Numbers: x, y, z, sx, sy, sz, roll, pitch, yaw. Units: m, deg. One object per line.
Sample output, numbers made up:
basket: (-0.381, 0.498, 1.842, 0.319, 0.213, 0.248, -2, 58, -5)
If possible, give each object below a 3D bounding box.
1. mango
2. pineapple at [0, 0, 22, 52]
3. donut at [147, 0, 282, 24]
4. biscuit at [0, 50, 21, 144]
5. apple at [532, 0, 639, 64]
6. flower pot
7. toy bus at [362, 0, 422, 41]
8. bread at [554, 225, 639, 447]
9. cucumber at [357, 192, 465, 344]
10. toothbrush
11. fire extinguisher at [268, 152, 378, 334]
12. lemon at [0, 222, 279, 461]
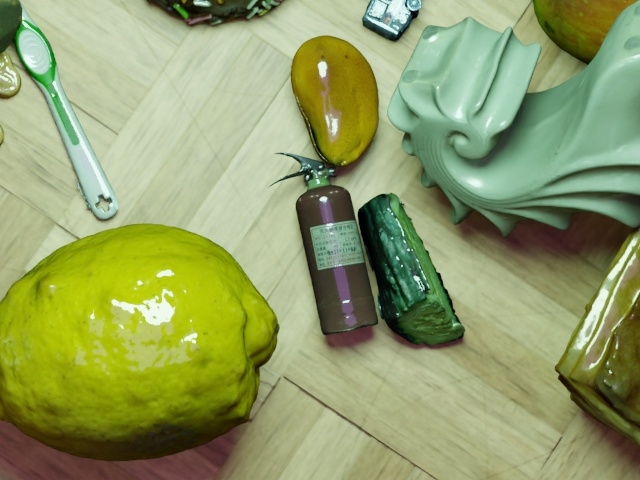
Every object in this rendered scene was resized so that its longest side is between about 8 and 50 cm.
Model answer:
mango: (0.019, -0.170, 1.614, 0.105, 0.084, 0.159, -11, 95, -25)
pineapple: (-0.445, -0.293, 1.569, 0.198, 0.108, 0.108, 36, 84, 22)
donut: (-0.125, -0.395, 1.605, 0.270, 0.103, 0.269, 0, 87, -6)
biscuit: (-0.485, -0.195, 1.603, 0.236, 0.040, 0.144, 19, 80, -5)
apple: (0.392, -0.354, 1.527, 0.339, 0.339, 0.339, 0, 87, -4)
flower pot: (0.271, -0.131, 1.477, 0.367, 0.254, 0.164, -2, 48, 33)
toy bus: (0.111, -0.331, 1.646, 0.065, 0.047, 0.166, 26, 86, 1)
bread: (0.467, 0.140, 1.578, 0.370, 0.191, 0.314, 33, 81, -7)
cucumber: (0.100, 0.039, 1.601, 0.086, 0.115, 0.193, -19, 84, 17)
toothbrush: (-0.342, -0.218, 1.608, 0.042, 0.040, 0.418, -24, 89, -2)
fire extinguisher: (0.000, 0.000, 1.603, 0.099, 0.071, 0.231, -13, 88, -15)
lemon: (-0.217, 0.114, 1.494, 0.316, 0.285, 0.285, 16, 85, 22)
